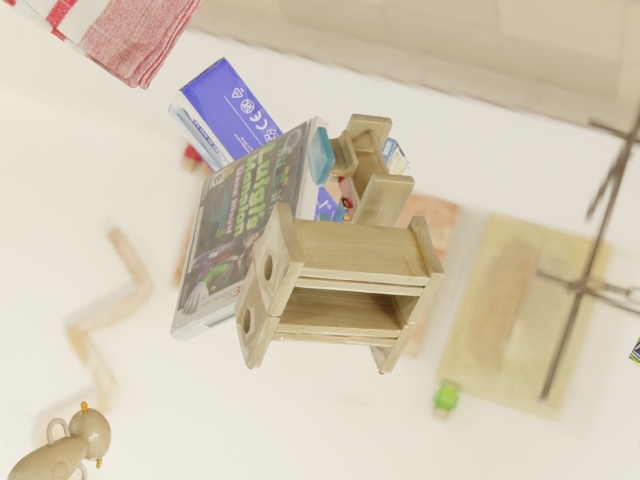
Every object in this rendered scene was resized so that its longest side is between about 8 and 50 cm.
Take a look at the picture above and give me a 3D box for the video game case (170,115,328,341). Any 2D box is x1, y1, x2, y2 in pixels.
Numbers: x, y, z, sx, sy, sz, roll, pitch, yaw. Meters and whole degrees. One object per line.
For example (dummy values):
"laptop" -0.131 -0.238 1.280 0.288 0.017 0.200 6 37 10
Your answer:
"video game case" -0.069 -0.011 1.384 0.022 0.190 0.173 33 139 -32

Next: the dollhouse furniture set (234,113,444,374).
"dollhouse furniture set" 0.000 0.000 1.193 0.129 0.184 0.129 5 134 -21

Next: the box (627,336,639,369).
"box" 0.487 0.171 1.864 0.169 0.054 0.059 26 174 33

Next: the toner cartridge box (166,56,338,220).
"toner cartridge box" -0.051 -0.055 1.789 0.348 0.075 0.165 53 168 -3

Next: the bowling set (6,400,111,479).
"bowling set" -0.251 0.292 1.352 0.200 0.287 0.154 -6 -162 30

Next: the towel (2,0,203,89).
"towel" -0.211 -0.299 1.115 0.329 0.237 0.037 33 -167 1

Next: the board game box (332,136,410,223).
"board game box" 0.037 -0.007 1.543 0.035 0.201 0.136 21 177 12
